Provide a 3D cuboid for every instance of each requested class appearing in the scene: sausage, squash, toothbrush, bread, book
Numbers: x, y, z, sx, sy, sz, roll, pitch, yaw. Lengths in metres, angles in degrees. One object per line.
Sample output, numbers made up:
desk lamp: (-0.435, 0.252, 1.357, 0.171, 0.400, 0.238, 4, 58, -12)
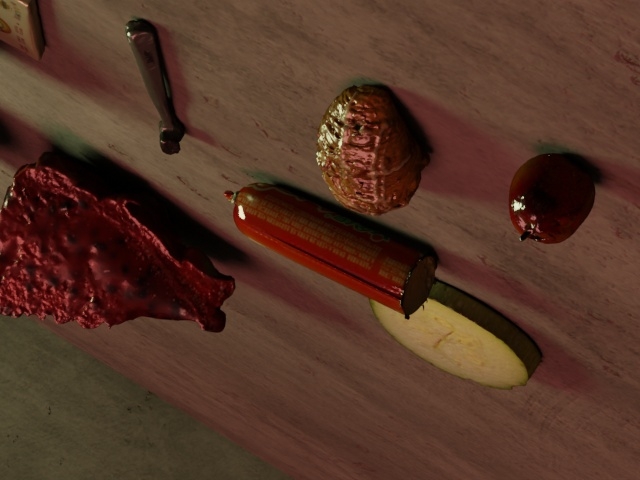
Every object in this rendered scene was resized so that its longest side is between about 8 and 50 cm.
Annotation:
sausage: (0.000, 0.000, 1.894, 0.264, 0.083, 0.083, 25, 165, 23)
squash: (0.158, 0.102, 2.022, 0.219, 0.041, 0.219, 27, 160, 10)
toothbrush: (-0.172, -0.158, 1.797, 0.030, 0.030, 0.297, 2, 161, 3)
bread: (0.044, -0.069, 1.589, 0.105, 0.076, 0.233, 29, 167, 11)
book: (-0.402, -0.281, 1.840, 0.232, 0.022, 0.162, 30, 166, 3)

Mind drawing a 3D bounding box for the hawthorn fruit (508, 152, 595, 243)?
hawthorn fruit: (0.190, -0.034, 1.423, 0.077, 0.077, 0.077, 28, 165, 8)

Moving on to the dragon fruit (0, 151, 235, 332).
dragon fruit: (-0.266, -0.018, 2.341, 0.329, 0.228, 0.286, 10, -162, 0)
